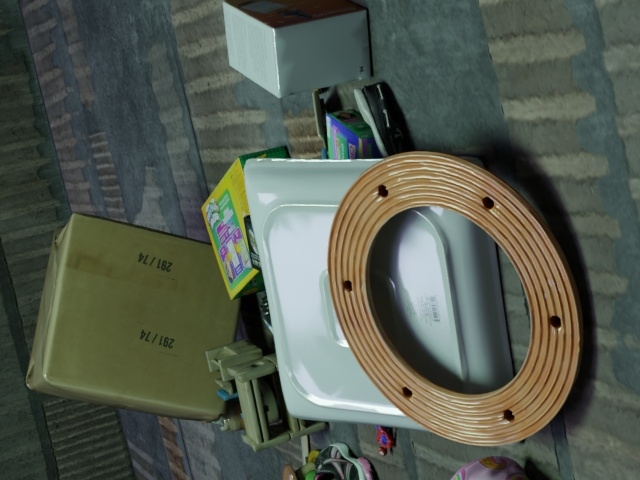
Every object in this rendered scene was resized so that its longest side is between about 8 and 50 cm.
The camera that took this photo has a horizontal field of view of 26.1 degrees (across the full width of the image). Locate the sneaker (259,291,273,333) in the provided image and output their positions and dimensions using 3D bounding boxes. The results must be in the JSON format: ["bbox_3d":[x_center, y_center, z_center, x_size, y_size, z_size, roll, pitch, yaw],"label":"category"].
[{"bbox_3d":[-0.026,0.139,2.096,0.086,0.085,0.237,58,-178,-40],"label":"sneaker"}]

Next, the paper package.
[{"bbox_3d":[-0.311,0.135,2.369,0.168,0.325,0.309,154,126,-67],"label":"paper package"}]

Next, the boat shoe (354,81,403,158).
[{"bbox_3d":[0.080,-0.136,1.677,0.046,0.038,0.125,73,174,-67],"label":"boat shoe"}]

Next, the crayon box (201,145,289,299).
[{"bbox_3d":[-0.101,-0.022,2.165,0.278,0.081,0.165,137,116,-68],"label":"crayon box"}]

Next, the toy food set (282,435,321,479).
[{"bbox_3d":[-0.015,0.418,2.269,0.218,0.071,0.128,-128,30,-47],"label":"toy food set"}]

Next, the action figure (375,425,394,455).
[{"bbox_3d":[0.087,0.257,1.955,0.038,0.030,0.115,37,140,52],"label":"action figure"}]

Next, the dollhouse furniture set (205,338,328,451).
[{"bbox_3d":[-0.089,0.242,2.256,0.184,0.129,0.129,-159,56,-67],"label":"dollhouse furniture set"}]

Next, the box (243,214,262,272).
[{"bbox_3d":[0.000,0.000,1.823,0.180,0.147,0.077,-155,53,-65],"label":"box"}]

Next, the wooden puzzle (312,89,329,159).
[{"bbox_3d":[0.004,-0.160,1.847,0.078,0.014,0.116,33,-132,-81],"label":"wooden puzzle"}]

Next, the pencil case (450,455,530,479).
[{"bbox_3d":[0.239,0.355,1.495,0.284,0.124,0.124,-131,32,-51],"label":"pencil case"}]

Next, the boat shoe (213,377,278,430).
[{"bbox_3d":[-0.177,0.274,2.539,0.302,0.103,0.113,-162,56,-68],"label":"boat shoe"}]

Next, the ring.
[{"bbox_3d":[0.142,0.063,1.494,0.337,0.032,0.336,21,122,37],"label":"ring"}]

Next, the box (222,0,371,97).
[{"bbox_3d":[-0.031,-0.255,1.747,0.170,0.130,0.091,-141,42,-57],"label":"box"}]

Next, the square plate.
[{"bbox_3d":[0.059,0.073,1.633,0.344,0.049,0.347,2,109,38],"label":"square plate"}]

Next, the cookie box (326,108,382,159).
[{"bbox_3d":[0.048,-0.109,1.772,0.107,0.040,0.091,-139,39,-56],"label":"cookie box"}]

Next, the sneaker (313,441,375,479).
[{"bbox_3d":[0.019,0.358,2.129,0.178,0.077,0.072,171,85,-70],"label":"sneaker"}]
